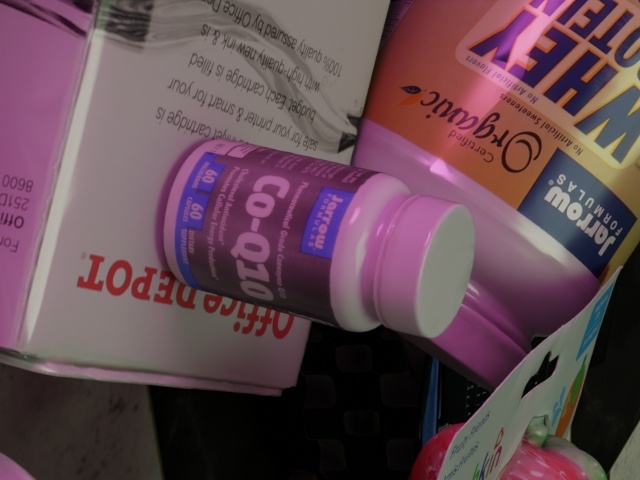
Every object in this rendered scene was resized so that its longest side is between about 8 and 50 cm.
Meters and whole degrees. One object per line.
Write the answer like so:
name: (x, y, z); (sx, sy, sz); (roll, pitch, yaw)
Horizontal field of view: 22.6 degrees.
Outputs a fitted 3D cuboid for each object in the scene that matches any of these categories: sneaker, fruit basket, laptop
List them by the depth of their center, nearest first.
fruit basket: (0.095, 0.215, 0.911); (0.327, 0.165, 0.353); (-28, 141, -63)
laptop: (0.156, 0.116, 1.253); (0.264, 0.136, 0.234); (-22, 142, -16)
sneaker: (0.035, 0.024, 1.274); (0.146, 0.122, 0.331); (-62, 154, -62)

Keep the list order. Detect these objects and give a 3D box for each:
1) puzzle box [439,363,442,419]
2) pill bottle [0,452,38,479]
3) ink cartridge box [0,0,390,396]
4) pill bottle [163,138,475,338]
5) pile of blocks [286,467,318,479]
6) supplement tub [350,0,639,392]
puzzle box: (0.145, 0.122, 1.528); (0.272, 0.052, 0.409); (61, 42, -54)
pill bottle: (-0.146, 0.261, 0.894); (0.210, 0.210, 0.363); (-65, 151, -24)
ink cartridge box: (-0.095, -0.129, 0.870); (0.285, 0.166, 0.395); (18, 85, -63)
pill bottle: (0.000, 0.000, 0.773); (0.078, 0.137, 0.078); (-37, 133, -52)
pile of blocks: (0.018, 0.372, 1.370); (0.149, 0.112, 0.362); (-37, 134, -52)
supplement tub: (0.127, -0.079, 1.060); (0.316, 0.228, 0.228); (-56, 151, -4)
